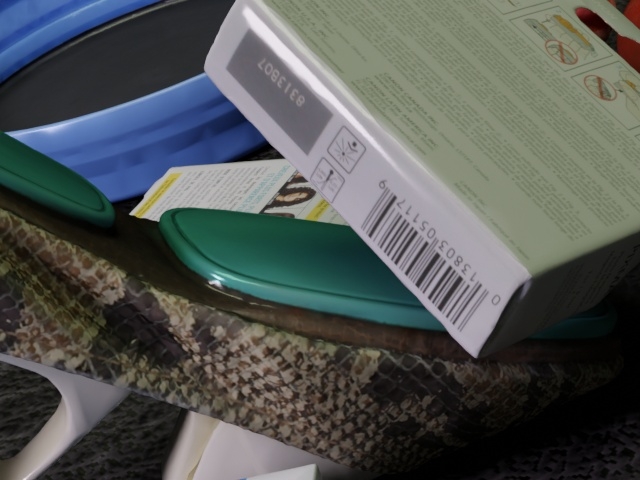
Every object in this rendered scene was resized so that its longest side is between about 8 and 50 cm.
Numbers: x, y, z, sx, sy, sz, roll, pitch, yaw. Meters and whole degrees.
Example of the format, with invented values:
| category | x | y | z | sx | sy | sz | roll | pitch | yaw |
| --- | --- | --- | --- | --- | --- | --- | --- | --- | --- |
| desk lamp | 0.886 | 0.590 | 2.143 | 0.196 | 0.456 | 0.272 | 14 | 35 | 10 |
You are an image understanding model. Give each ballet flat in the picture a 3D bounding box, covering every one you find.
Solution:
| category | x | y | z | sx | sy | sz | roll | pitch | yaw |
| --- | --- | --- | --- | --- | --- | --- | --- | --- | --- |
| ballet flat | -0.101 | 0.042 | 0.933 | 0.483 | 0.182 | 0.164 | 17 | 13 | -18 |

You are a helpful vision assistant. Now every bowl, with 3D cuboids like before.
| category | x | y | z | sx | sy | sz | roll | pitch | yaw |
| --- | --- | --- | --- | --- | --- | --- | --- | --- | --- |
| bowl | -0.128 | -0.143 | 1.468 | 0.391 | 0.077 | 0.391 | -16 | 28 | 8 |

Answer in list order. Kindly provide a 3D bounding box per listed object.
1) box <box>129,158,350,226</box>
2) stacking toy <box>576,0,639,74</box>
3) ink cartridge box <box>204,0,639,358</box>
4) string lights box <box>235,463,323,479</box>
| category | x | y | z | sx | sy | sz | roll | pitch | yaw |
| --- | --- | --- | --- | --- | --- | --- | --- | --- | --- |
| box | 0.000 | 0.000 | 1.129 | 0.244 | 0.060 | 0.100 | -2 | 30 | 31 |
| stacking toy | 0.146 | -0.065 | 1.062 | 0.309 | 0.130 | 0.279 | -1 | 53 | -17 |
| ink cartridge box | 0.086 | -0.055 | 0.932 | 0.189 | 0.066 | 0.232 | 46 | 33 | 20 |
| string lights box | -0.120 | 0.184 | 0.851 | 0.260 | 0.077 | 0.133 | -13 | 27 | 14 |
